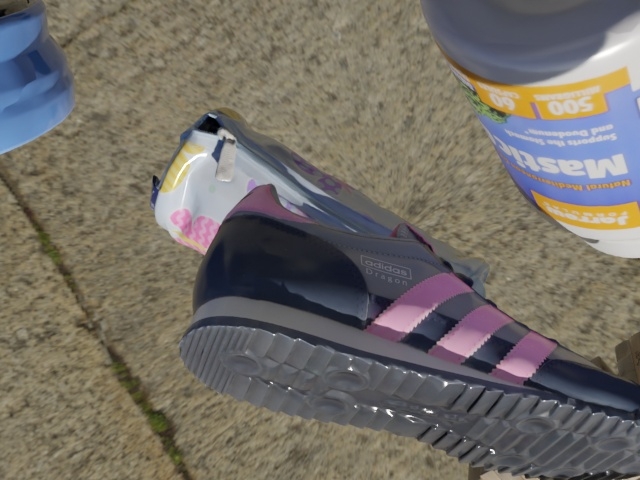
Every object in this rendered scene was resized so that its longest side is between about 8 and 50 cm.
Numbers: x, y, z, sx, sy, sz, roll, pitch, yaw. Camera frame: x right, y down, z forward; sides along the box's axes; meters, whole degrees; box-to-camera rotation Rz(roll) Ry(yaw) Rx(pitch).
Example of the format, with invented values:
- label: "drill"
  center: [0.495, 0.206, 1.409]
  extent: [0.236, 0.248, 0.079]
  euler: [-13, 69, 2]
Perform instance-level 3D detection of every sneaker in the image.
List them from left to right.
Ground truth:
- label: "sneaker"
  center: [0.081, 0.054, 0.556]
  extent: [0.319, 0.112, 0.131]
  euler: [20, 51, -17]

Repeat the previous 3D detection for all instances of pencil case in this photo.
- label: "pencil case"
  center: [0.000, 0.000, 0.738]
  extent: [0.273, 0.113, 0.124]
  euler: [33, 134, 12]

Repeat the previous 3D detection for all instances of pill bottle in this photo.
- label: "pill bottle"
  center: [0.172, -0.091, 0.552]
  extent: [0.152, 0.272, 0.152]
  euler: [-13, 60, 22]

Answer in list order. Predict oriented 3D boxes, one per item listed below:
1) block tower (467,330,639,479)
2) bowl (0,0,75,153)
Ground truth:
- label: "block tower"
  center: [0.305, 0.166, 0.904]
  extent: [0.335, 0.091, 0.097]
  euler: [-37, 103, 25]
- label: "bowl"
  center: [-0.357, -0.108, 0.578]
  extent: [0.391, 0.391, 0.077]
  euler: [1, 112, 5]
